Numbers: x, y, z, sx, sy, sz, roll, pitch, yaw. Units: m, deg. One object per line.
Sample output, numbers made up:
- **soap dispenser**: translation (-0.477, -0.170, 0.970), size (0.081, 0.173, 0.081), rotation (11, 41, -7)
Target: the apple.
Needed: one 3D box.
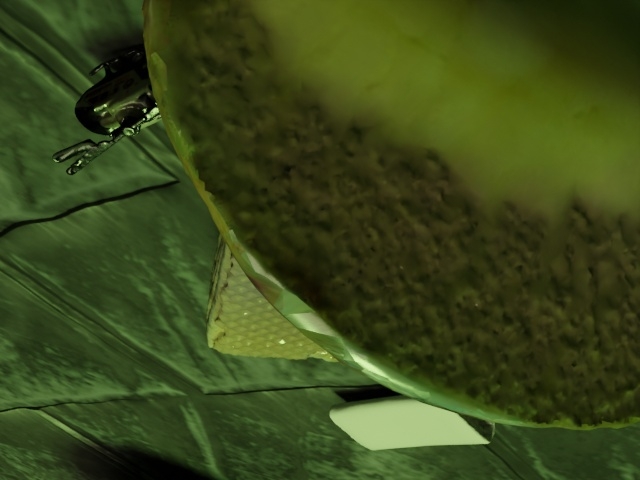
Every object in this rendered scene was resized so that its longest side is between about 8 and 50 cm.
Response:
- **apple**: translation (0.040, -0.036, 0.392), size (0.264, 0.193, 0.120), rotation (27, 160, -19)

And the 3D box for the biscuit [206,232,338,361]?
- **biscuit**: translation (0.000, 0.000, 0.578), size (0.108, 0.062, 0.239), rotation (7, 152, -8)

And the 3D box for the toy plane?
- **toy plane**: translation (-0.083, -0.072, 0.535), size (0.120, 0.049, 0.031), rotation (-20, 135, 25)

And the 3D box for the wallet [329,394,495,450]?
- **wallet**: translation (0.067, 0.134, 0.807), size (0.061, 0.025, 0.122), rotation (37, 146, -31)
